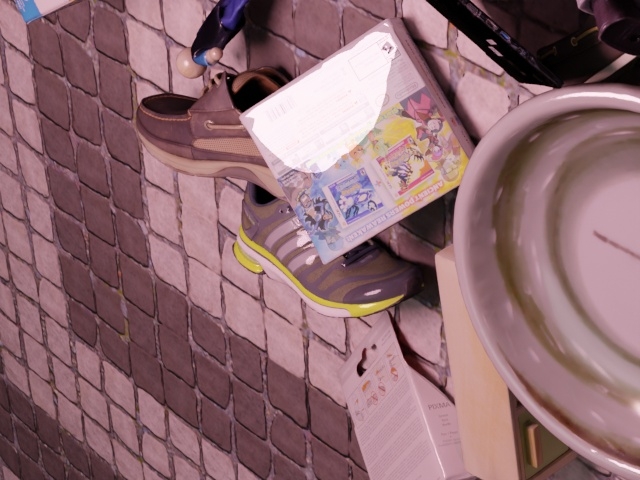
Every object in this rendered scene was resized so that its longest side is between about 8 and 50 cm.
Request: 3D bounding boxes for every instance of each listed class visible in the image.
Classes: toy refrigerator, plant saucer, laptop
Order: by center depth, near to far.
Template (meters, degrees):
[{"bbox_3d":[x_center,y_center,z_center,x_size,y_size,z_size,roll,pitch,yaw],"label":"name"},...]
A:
[{"bbox_3d":[0.142,-0.271,1.488,0.264,0.136,0.234,41,-175,-4],"label":"laptop"},{"bbox_3d":[0.305,0.034,1.503,0.400,0.100,0.400,23,128,34],"label":"plant saucer"},{"bbox_3d":[0.202,0.124,1.735,0.094,0.102,0.269,21,129,45],"label":"toy refrigerator"}]

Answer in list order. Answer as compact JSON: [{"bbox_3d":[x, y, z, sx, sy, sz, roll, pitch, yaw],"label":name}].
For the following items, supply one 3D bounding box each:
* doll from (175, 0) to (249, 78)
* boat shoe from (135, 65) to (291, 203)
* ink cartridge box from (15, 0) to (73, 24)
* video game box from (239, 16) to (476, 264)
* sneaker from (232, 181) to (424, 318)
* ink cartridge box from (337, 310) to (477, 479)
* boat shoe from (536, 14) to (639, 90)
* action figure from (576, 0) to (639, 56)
[{"bbox_3d":[-0.107,-0.253,1.875,0.046,0.129,0.189,27,127,-14],"label":"doll"},{"bbox_3d":[-0.074,-0.140,1.916,0.355,0.132,0.130,16,117,37],"label":"boat shoe"},{"bbox_3d":[-0.267,-0.380,1.939,0.232,0.168,0.171,-8,108,56],"label":"ink cartridge box"},{"bbox_3d":[0.044,-0.104,1.743,0.205,0.048,0.187,-31,85,24],"label":"video game box"},{"bbox_3d":[0.000,0.000,1.920,0.300,0.111,0.121,23,127,42],"label":"sneaker"},{"bbox_3d":[0.101,0.219,1.996,0.181,0.056,0.225,124,136,-53],"label":"ink cartridge box"},{"bbox_3d":[0.260,-0.186,1.442,0.069,0.081,0.228,54,149,4],"label":"boat shoe"},{"bbox_3d":[0.218,-0.289,1.370,0.185,0.099,0.285,-59,39,45],"label":"action figure"}]
